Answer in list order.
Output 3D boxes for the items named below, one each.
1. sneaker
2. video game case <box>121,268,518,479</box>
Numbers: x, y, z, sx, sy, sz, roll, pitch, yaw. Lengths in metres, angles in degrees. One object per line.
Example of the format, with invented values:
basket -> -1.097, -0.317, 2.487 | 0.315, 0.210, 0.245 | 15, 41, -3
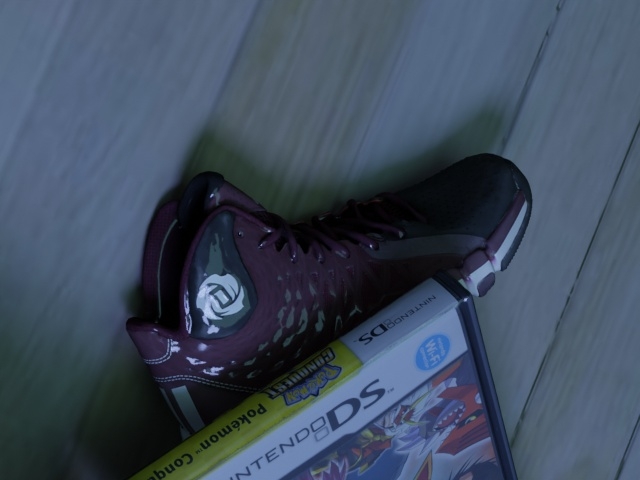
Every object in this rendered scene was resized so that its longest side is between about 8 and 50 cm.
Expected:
sneaker -> 0.000, 0.000, 1.096 | 0.281, 0.106, 0.162 | -42, 116, -19
video game case -> 0.010, 0.181, 1.106 | 0.248, 0.035, 0.275 | -33, 135, -15
